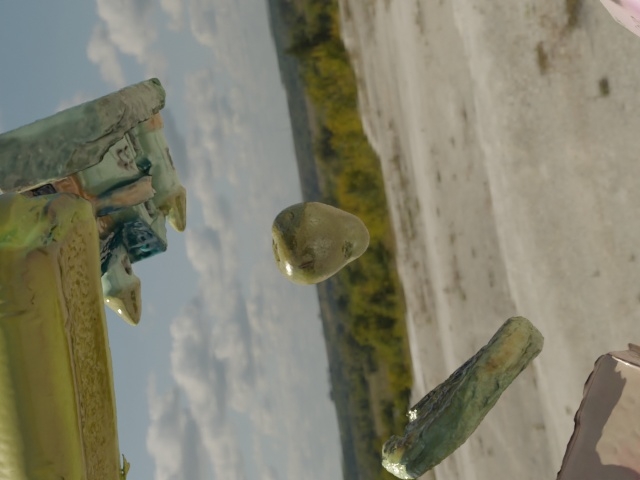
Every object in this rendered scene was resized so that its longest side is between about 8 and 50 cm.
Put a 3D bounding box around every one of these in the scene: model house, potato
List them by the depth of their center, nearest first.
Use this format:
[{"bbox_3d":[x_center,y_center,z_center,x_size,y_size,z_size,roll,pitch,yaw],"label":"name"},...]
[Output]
[{"bbox_3d":[-0.281,-0.039,1.414,0.267,0.194,0.324,-66,-41,-73],"label":"model house"},{"bbox_3d":[0.499,0.293,1.475,0.237,0.202,0.236,0,-73,-55],"label":"model house"},{"bbox_3d":[0.000,0.000,1.902,0.157,0.194,0.157,171,90,-69],"label":"potato"}]

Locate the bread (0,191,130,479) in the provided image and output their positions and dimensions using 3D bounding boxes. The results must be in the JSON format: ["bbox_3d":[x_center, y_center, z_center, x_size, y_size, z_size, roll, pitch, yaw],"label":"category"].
[{"bbox_3d":[-0.259,0.138,0.926,0.166,0.112,0.383,-69,-22,-68],"label":"bread"}]

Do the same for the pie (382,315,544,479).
[{"bbox_3d":[0.203,0.223,1.443,0.067,0.302,0.302,43,176,5],"label":"pie"}]

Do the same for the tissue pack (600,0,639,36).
[{"bbox_3d":[0.343,-0.236,0.960,0.148,0.092,0.246,42,-165,23],"label":"tissue pack"}]
